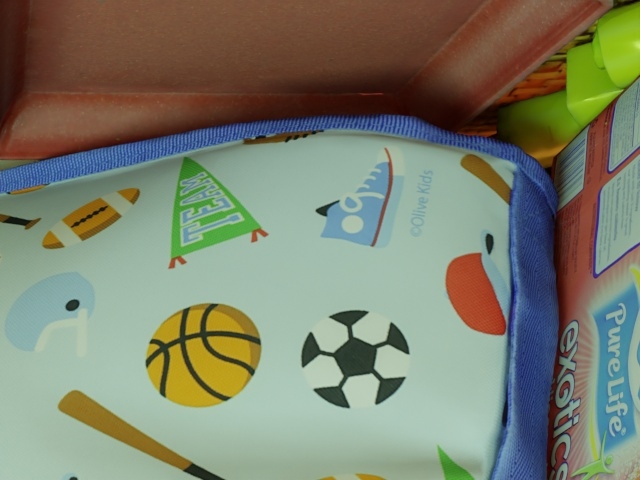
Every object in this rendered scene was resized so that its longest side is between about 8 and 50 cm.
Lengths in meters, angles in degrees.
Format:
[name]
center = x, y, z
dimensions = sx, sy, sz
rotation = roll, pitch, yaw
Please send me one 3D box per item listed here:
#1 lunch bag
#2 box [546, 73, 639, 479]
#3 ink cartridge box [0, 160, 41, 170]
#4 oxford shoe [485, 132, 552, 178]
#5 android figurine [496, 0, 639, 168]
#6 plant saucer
[lunch bag]
center = -0.071, 0.122, 0.640
dimensions = 0.385, 0.327, 0.239
rotation = -13, 135, 27
[box]
center = 0.191, 0.062, 0.580
dimensions = 0.142, 0.300, 0.154
rotation = 21, 144, -13
[ink cartridge box]
center = -0.231, -0.009, 0.877
dimensions = 0.092, 0.090, 0.143
rotation = -2, 168, -11
[oxford shoe]
center = 0.185, -0.066, 0.848
dimensions = 0.212, 0.076, 0.076
rotation = -10, -161, 15
[android figurine]
center = 0.246, -0.059, 0.714
dimensions = 0.273, 0.056, 0.248
rotation = -10, 144, 28
[plant saucer]
center = -0.032, -0.092, 0.623
dimensions = 0.258, 0.047, 0.259
rotation = -1, 170, -14
